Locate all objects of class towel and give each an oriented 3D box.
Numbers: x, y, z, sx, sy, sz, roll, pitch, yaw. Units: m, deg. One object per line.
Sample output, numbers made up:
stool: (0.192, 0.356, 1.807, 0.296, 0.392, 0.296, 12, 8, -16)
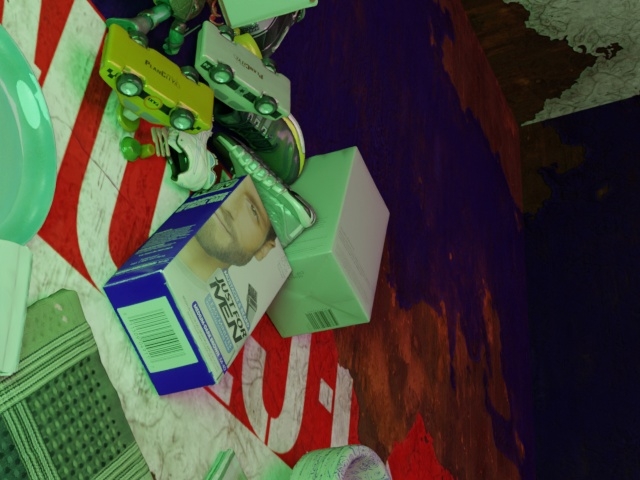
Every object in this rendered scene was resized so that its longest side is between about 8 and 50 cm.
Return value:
towel: (-0.323, 0.244, 1.119, 0.324, 0.056, 0.312, -37, 109, -62)
towel: (-0.131, 0.401, 1.490, 0.152, 0.023, 0.113, 69, 27, -22)

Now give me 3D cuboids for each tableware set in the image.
tableware set: (-0.273, -0.192, 1.481, 0.104, 0.024, 0.154, -8, 87, -60)

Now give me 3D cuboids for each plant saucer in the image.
plant saucer: (-0.412, -0.130, 1.109, 0.317, 0.043, 0.318, 41, 42, -53)

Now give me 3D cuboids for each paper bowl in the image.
paper bowl: (0.019, 0.481, 1.621, 0.284, 0.148, 0.284, 45, 38, -51)

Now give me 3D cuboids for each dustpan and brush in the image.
dustpan and brush: (-0.386, 0.047, 1.005, 0.211, 0.060, 0.147, 39, 50, -61)

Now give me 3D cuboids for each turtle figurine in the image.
turtle figurine: (-0.240, -0.379, 1.550, 0.234, 0.118, 0.175, -36, 111, -59)

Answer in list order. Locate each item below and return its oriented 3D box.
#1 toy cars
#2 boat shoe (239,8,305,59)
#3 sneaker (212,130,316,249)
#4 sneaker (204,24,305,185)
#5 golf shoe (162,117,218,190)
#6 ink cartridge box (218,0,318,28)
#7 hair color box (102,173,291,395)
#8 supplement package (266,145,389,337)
toy cars: (-0.191, -0.235, 1.505, 0.393, 0.087, 0.176, -21, 82, -56)
boat shoe: (-0.080, -0.458, 1.946, 0.306, 0.113, 0.105, -73, 149, -45)
sneaker: (-0.127, -0.070, 1.669, 0.228, 0.132, 0.086, 44, 8, 14)
sneaker: (-0.130, -0.216, 1.740, 0.300, 0.111, 0.121, 60, 38, -21)
golf shoe: (-0.211, -0.165, 1.556, 0.086, 0.069, 0.176, 1, 74, -57)
ink cartridge box: (-0.120, -0.558, 1.709, 0.385, 0.160, 0.279, -93, 165, -63)
hair color box: (-0.168, 0.055, 1.482, 0.185, 0.110, 0.339, 67, 24, -19)
supplement package: (0.000, 0.000, 1.796, 0.175, 0.177, 0.293, 60, 29, -34)
